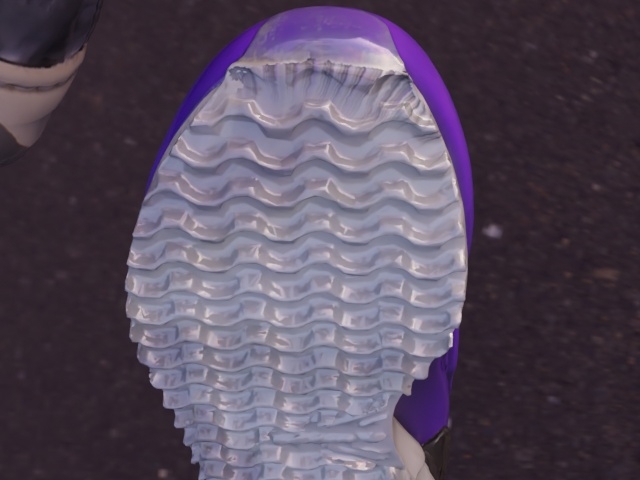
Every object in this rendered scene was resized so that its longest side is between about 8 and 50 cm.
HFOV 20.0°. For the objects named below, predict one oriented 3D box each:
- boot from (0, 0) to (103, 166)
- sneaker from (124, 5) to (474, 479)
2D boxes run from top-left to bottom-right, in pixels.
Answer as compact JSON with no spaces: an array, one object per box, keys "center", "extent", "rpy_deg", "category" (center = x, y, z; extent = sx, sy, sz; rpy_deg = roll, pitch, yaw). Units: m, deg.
[{"center":[-0.053,-0.222,0.579],"extent":[0.284,0.138,0.377],"rpy_deg":[-50,19,26],"category":"boot"},{"center":[-0.001,0.000,0.625],"extent":[0.102,0.293,0.146],"rpy_deg":[2,54,3],"category":"sneaker"}]
